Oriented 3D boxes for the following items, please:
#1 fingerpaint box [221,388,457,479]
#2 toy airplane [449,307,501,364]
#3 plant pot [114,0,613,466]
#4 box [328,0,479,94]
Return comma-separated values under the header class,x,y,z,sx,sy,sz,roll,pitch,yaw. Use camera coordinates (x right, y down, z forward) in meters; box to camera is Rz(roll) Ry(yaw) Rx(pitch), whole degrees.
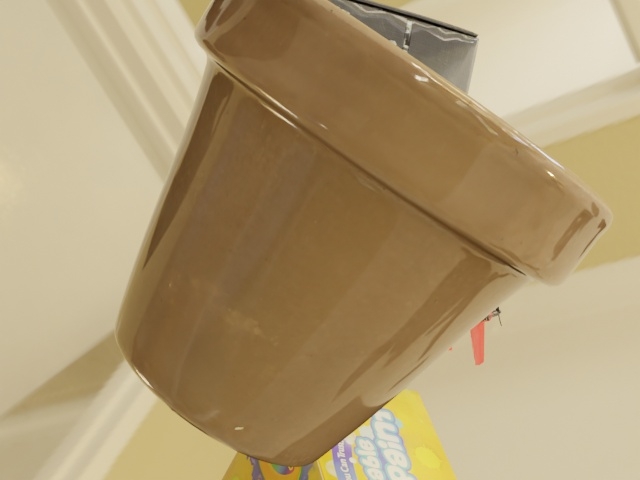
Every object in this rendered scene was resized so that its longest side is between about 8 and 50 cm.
class,x,y,z,sx,sy,sz,roll,pitch,yaw
fingerpaint box,0.008,0.400,0.913,0.371,0.163,0.445,-62,-152,25
toy airplane,0.222,0.120,1.569,0.151,0.151,0.028,-42,-157,-28
plant pot,0.000,0.000,0.617,0.229,0.263,0.263,-55,-162,9
box,0.033,-0.094,0.934,0.059,0.183,0.232,20,-82,62
